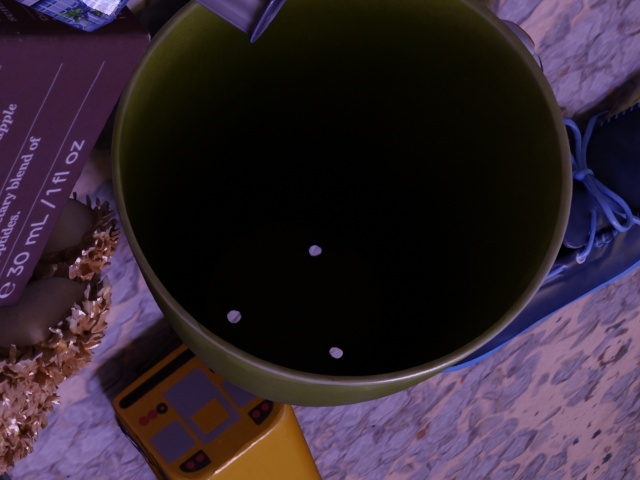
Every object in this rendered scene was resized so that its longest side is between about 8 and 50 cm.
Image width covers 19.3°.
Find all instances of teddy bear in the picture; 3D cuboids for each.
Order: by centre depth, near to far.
[{"bbox_3d":[-0.224,0.114,1.123,0.113,0.245,0.338,34,98,-27],"label":"teddy bear"}]

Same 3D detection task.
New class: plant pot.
[{"bbox_3d":[0.000,0.000,1.244,0.275,0.275,0.293,-36,168,-16],"label":"plant pot"}]

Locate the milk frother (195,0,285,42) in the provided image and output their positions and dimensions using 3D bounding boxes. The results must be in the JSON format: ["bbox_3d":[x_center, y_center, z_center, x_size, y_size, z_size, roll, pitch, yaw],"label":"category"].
[{"bbox_3d":[-0.049,-0.203,0.972,0.143,0.134,0.129,-56,-178,29],"label":"milk frother"}]

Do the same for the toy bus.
[{"bbox_3d":[-0.069,0.185,1.518,0.108,0.130,0.333,-38,153,-11],"label":"toy bus"}]

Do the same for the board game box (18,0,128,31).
[{"bbox_3d":[-0.200,-0.169,0.797,0.194,0.194,0.060,20,113,-46],"label":"board game box"}]

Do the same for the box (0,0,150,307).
[{"bbox_3d":[-0.280,-0.058,0.859,0.381,0.143,0.191,-8,137,-48],"label":"box"}]

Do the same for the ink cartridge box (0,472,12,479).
[{"bbox_3d":[-0.292,0.360,1.259,0.385,0.308,0.091,-49,153,13],"label":"ink cartridge box"}]

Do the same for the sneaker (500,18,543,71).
[{"bbox_3d":[0.060,-0.052,1.416,0.121,0.099,0.262,-5,127,-42],"label":"sneaker"}]

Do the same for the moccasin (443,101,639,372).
[{"bbox_3d":[0.206,-0.010,1.621,0.342,0.138,0.117,-42,149,-5],"label":"moccasin"}]
